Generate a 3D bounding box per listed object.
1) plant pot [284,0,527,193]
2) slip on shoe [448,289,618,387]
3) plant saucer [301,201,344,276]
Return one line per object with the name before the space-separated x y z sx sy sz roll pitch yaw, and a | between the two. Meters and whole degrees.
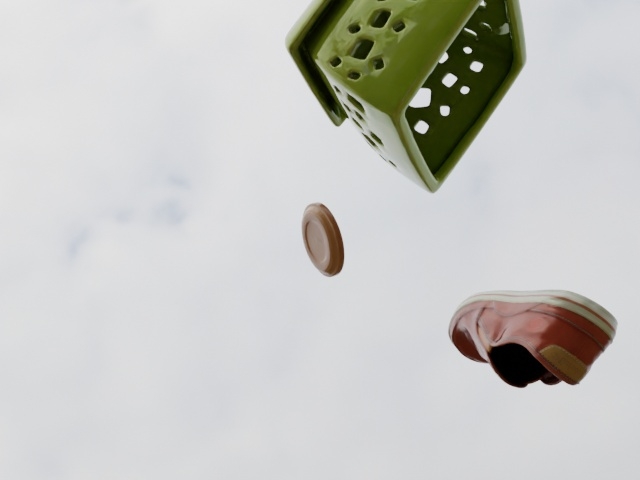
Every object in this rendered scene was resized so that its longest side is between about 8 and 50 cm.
plant pot | 0.099 -0.229 0.979 0.228 0.207 0.227 -53 -28 -5
slip on shoe | 0.244 0.132 1.019 0.123 0.331 0.101 36 -105 -9
plant saucer | 0.000 0.000 0.872 0.013 0.083 0.084 -17 -51 -25
